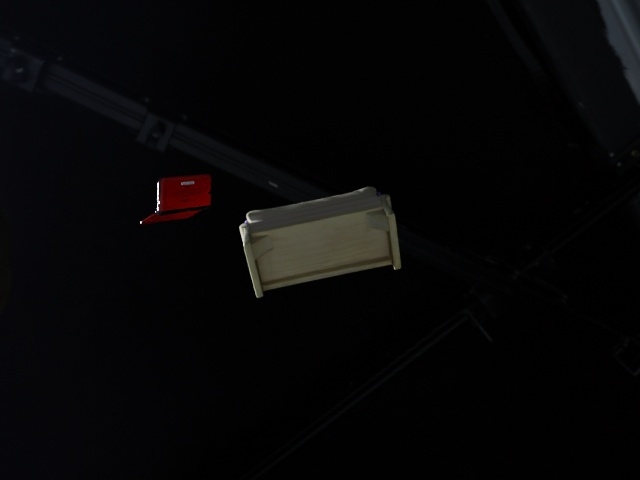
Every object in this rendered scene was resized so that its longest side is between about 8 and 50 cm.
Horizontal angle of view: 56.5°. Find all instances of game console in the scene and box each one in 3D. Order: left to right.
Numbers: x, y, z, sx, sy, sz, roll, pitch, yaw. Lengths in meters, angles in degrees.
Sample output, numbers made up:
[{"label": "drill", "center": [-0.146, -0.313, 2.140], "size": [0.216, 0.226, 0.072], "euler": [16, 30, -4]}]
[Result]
[{"label": "game console", "center": [-0.333, -0.096, 1.372], "size": [0.144, 0.085, 0.124], "euler": [-13, -66, -49]}]

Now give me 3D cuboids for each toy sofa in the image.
[{"label": "toy sofa", "center": [0.000, 0.000, 1.415], "size": [0.362, 0.177, 0.150], "euler": [-12, -63, -2]}]

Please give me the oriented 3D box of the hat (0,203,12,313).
[{"label": "hat", "center": [-0.689, 0.014, 1.016], "size": [0.134, 0.331, 0.331], "euler": [-17, -63, 14]}]
